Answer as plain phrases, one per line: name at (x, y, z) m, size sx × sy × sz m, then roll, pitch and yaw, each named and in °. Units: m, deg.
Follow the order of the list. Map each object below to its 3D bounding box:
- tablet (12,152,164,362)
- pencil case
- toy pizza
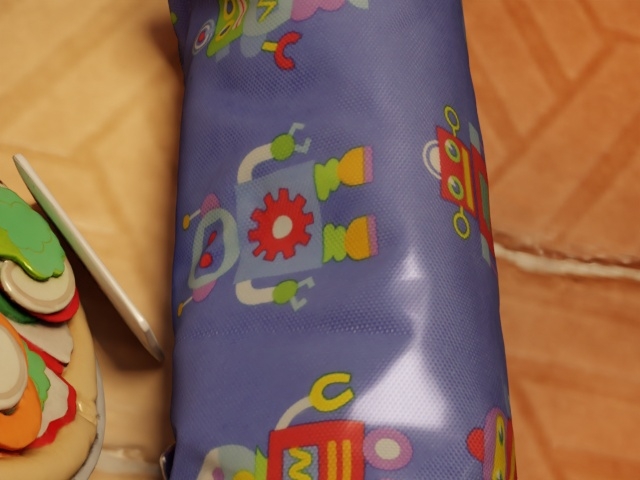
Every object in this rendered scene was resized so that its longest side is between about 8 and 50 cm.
tablet at (-0.086, 0.007, 0.689) m, size 0.006 × 0.054 × 0.083 m, roll -36°, pitch 75°, yaw -8°
pencil case at (0.000, 0.000, 0.681) m, size 0.133 × 0.119 × 0.306 m, roll -17°, pitch 58°, yaw 23°
toy pizza at (-0.141, 0.003, 0.617) m, size 0.201 × 0.032 × 0.201 m, roll 42°, pitch 21°, yaw -20°
